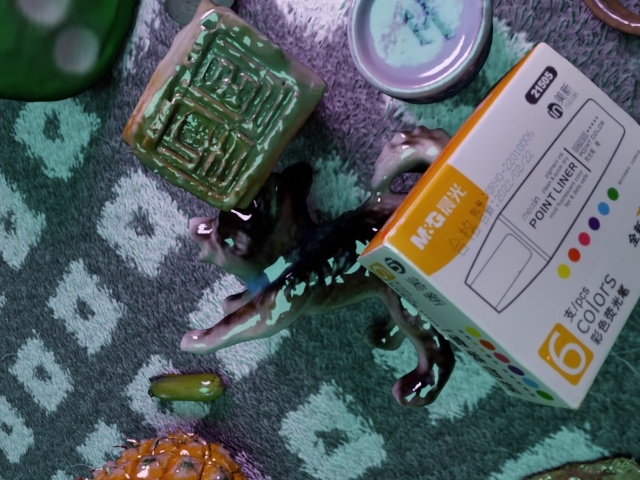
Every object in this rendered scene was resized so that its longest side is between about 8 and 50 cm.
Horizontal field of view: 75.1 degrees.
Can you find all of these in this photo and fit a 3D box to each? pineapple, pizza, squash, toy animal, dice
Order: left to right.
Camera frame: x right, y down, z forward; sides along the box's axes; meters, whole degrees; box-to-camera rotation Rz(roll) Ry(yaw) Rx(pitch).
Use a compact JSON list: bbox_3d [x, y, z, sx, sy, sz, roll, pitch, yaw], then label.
[{"bbox_3d":[-0.453,-0.385,0.546,0.287,0.300,0.297,37,114,12],"label":"dice"},{"bbox_3d":[-0.282,0.502,0.690,0.351,0.300,0.353,5,104,19],"label":"pineapple"},{"bbox_3d":[-0.253,0.268,0.762,0.183,0.052,0.052,-8,100,26],"label":"squash"},{"bbox_3d":[0.000,0.000,0.521,0.343,0.194,0.303,9,102,8],"label":"toy animal"},{"bbox_3d":[0.386,0.351,0.519,0.226,0.069,0.147,29,113,13],"label":"pizza"}]

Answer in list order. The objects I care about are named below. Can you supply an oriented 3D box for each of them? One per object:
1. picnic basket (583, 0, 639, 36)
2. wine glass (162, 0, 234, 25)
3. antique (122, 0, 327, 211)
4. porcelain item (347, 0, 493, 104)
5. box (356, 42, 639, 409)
[{"bbox_3d":[0.336,-0.296,0.300,0.336,0.337,0.293,-5,108,22],"label":"picnic basket"},{"bbox_3d":[-0.189,-0.390,0.538,0.111,0.111,0.205,-29,81,25],"label":"wine glass"},{"bbox_3d":[-0.082,-0.163,0.463,0.125,0.284,0.150,34,113,-16],"label":"antique"},{"bbox_3d":[0.112,-0.229,0.460,0.147,0.114,0.147,6,106,21],"label":"porcelain item"},{"bbox_3d":[0.201,-0.017,0.403,0.220,0.091,0.274,38,76,-1],"label":"box"}]
